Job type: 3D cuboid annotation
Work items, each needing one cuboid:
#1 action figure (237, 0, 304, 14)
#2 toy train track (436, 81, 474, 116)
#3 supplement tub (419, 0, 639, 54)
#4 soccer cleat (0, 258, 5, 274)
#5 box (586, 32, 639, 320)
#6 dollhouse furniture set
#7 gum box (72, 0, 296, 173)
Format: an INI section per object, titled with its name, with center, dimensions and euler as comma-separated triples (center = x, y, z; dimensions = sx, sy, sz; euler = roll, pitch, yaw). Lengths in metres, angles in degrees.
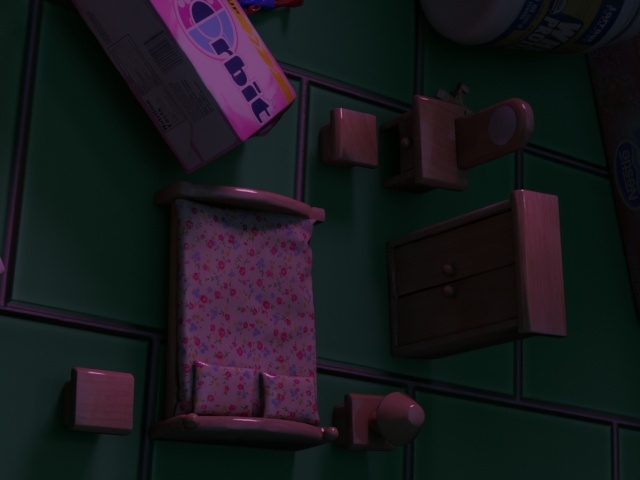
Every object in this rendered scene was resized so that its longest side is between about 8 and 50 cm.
[action figure]
center = -0.066, -0.205, 1.183
dimensions = 0.115, 0.030, 0.038
euler = -16, 91, -35
[toy train track]
center = 0.124, -0.112, 1.304
dimensions = 0.048, 0.014, 0.083
euler = 33, 61, -25
[supplement tub]
center = 0.204, -0.248, 1.316
dimensions = 0.200, 0.144, 0.144
euler = -1, 78, -36
[soccer cleat]
center = -0.310, -0.043, 0.932
dimensions = 0.095, 0.083, 0.248
euler = -41, 105, -31
[box]
center = 0.387, -0.076, 1.405
dimensions = 0.154, 0.142, 0.299
euler = -4, 80, -37
[dollhouse furniture set]
center = 0.000, 0.000, 1.084
dimensions = 0.356, 0.174, 0.303
euler = 9, 72, -34
[gum box]
center = -0.104, -0.151, 1.097
dimensions = 0.188, 0.062, 0.107
euler = 57, 34, -9
